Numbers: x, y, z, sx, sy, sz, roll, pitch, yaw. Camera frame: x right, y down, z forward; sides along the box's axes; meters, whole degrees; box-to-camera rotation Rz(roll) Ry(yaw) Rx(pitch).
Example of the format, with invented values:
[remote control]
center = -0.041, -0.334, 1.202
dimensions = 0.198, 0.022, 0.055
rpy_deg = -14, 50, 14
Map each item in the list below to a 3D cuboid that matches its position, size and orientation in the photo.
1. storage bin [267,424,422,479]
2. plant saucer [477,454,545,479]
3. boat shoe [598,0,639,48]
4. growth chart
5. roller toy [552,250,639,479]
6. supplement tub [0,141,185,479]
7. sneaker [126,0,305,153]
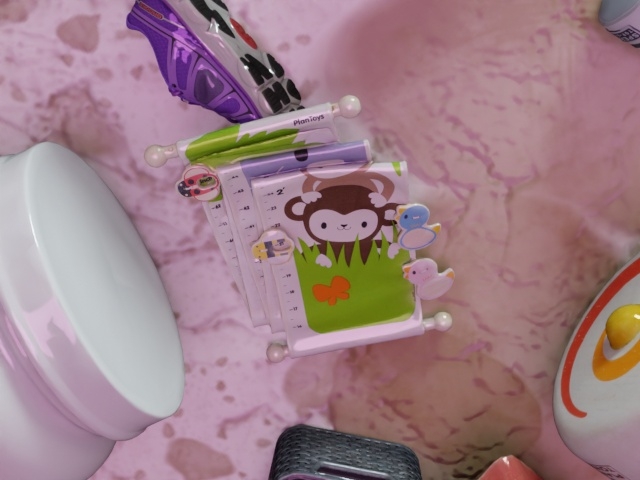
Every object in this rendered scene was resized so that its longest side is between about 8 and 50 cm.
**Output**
[storage bin]
center = 0.008, 0.254, 0.745
dimensions = 0.122, 0.084, 0.180
rpy_deg = 12, 105, -3
[plant saucer]
center = 0.148, 0.331, 0.728
dimensions = 0.259, 0.048, 0.258
rpy_deg = 39, 93, -26
[boat shoe]
center = 0.305, -0.254, 0.596
dimensions = 0.105, 0.113, 0.306
rpy_deg = 22, 107, -12
[growth chart]
center = 0.000, 0.000, 0.675
dimensions = 0.172, 0.021, 0.237
rpy_deg = -18, 126, 9
[roller toy]
center = 0.261, 0.093, 0.642
dimensions = 0.146, 0.209, 0.191
rpy_deg = 32, 123, -7
[supplement tub]
center = -0.281, 0.090, 0.626
dimensions = 0.325, 0.235, 0.235
rpy_deg = -24, 103, 6
[sneaker]
center = -0.072, -0.115, 0.670
dimensions = 0.071, 0.068, 0.170
rpy_deg = -39, 93, 25
